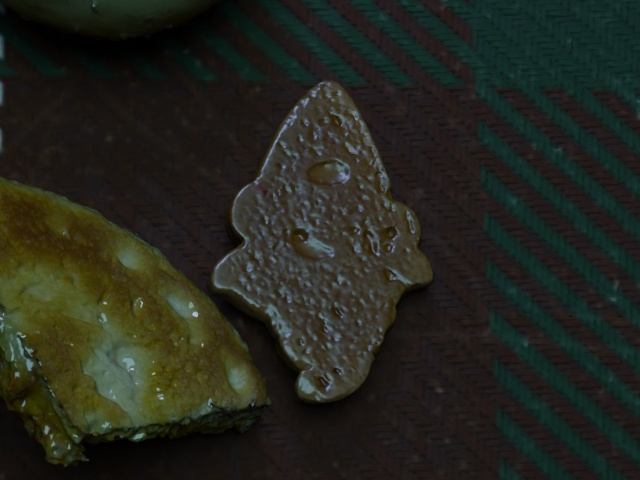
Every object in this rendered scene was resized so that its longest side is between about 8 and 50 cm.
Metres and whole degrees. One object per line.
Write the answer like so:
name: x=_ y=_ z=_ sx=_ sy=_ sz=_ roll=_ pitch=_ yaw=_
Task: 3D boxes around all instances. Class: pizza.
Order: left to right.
pizza: x=-0.182 y=0.073 z=1.385 sx=0.335 sy=0.086 sz=0.226 roll=34 pitch=40 yaw=-21

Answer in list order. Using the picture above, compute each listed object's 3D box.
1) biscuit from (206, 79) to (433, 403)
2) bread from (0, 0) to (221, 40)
biscuit: x=0.000 y=0.000 z=1.509 sx=0.183 sy=0.043 sz=0.280 roll=5 pitch=63 yaw=-15
bread: x=-0.172 y=-0.302 z=1.538 sx=0.305 sy=0.159 sz=0.305 roll=1 pitch=71 yaw=-4
